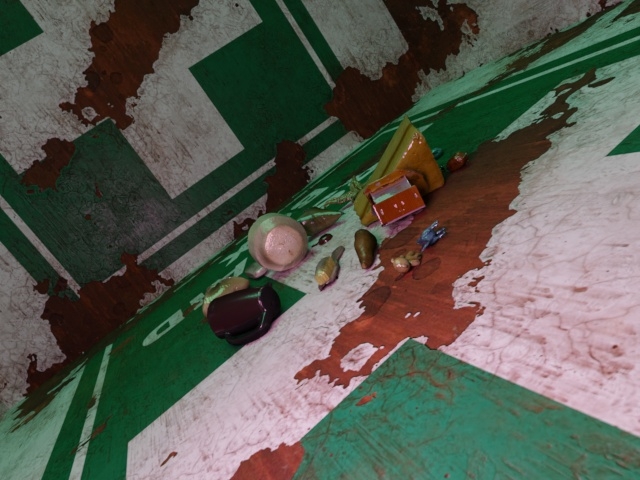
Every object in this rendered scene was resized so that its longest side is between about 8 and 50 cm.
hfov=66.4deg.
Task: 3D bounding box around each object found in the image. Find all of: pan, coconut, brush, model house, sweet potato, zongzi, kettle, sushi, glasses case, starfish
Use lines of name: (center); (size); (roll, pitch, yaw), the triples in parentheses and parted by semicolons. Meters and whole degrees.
pan: (-0.001, 0.000, 2.041); (0.115, 0.023, 0.068); (-26, 17, 33)
coconut: (-0.181, 0.005, 2.024); (0.237, 0.237, 0.266); (-37, 18, -7)
brush: (0.031, 0.069, 1.656); (0.072, 0.067, 0.313); (-31, 12, 21)
model house: (0.277, -0.118, 1.622); (0.219, 0.207, 0.136); (-24, 51, 5)
sweet potato: (0.144, 0.019, 1.536); (0.077, 0.077, 0.244); (-32, 17, 11)
zongzi: (0.017, -0.116, 2.227); (0.256, 0.115, 0.228); (-22, 13, 22)
kettle: (-0.247, 0.242, 1.590); (0.232, 0.144, 0.202); (-23, 37, 32)
sushi: (0.494, -0.289, 1.763); (0.060, 0.061, 0.118); (-54, 19, -22)
glasses case: (-0.292, 0.135, 2.219); (0.081, 0.051, 0.204); (-39, 14, -21)
starfish: (0.200, -0.253, 2.304); (0.358, 0.078, 0.347); (-41, 14, -22)

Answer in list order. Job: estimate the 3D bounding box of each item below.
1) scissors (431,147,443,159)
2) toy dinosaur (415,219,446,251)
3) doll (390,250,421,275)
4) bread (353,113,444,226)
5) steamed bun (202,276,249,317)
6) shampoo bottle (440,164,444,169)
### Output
scissors: (0.392, -0.290, 2.068); (0.180, 0.032, 0.393); (-21, 20, 47)
toy dinosaur: (0.298, -0.012, 1.330); (0.080, 0.045, 0.197); (-43, 2, 24)
doll: (0.227, 0.050, 1.271); (0.061, 0.051, 0.093); (19, 53, 38)
bread: (0.237, -0.239, 1.796); (0.361, 0.245, 0.233); (-31, 27, 13)
steamed bun: (-0.436, 0.235, 2.111); (0.231, 0.110, 0.212); (-30, 15, 29)
shampoo bottle: (0.411, -0.241, 1.869); (0.137, 0.027, 0.048); (-34, 20, 8)
